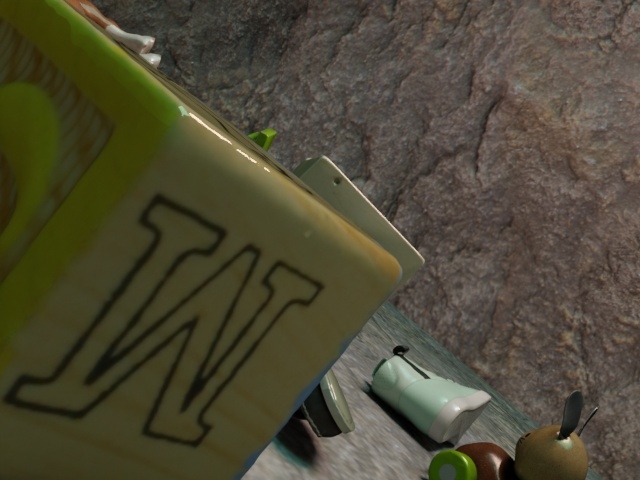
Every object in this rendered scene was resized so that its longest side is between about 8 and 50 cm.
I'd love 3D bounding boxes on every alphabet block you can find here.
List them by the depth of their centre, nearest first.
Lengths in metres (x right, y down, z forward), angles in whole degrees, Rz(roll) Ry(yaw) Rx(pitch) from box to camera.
[{"bbox_3d":[-0.112,0.010,0.470,0.192,0.193,0.197,39,4,38],"label":"alphabet block"}]

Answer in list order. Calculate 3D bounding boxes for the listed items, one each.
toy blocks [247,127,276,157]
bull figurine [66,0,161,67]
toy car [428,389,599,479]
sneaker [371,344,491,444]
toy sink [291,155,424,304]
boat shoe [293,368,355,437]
[{"bbox_3d":[-0.215,-0.101,1.000,0.261,0.190,0.381,29,15,2],"label":"toy blocks"},{"bbox_3d":[-0.260,-0.202,0.840,0.188,0.101,0.310,23,22,-22],"label":"bull figurine"},{"bbox_3d":[0.246,0.250,0.996,0.149,0.188,0.155,41,5,36],"label":"toy car"},{"bbox_3d":[0.159,0.221,1.268,0.151,0.094,0.256,37,2,23],"label":"sneaker"},{"bbox_3d":[0.000,0.000,0.961,0.153,0.131,0.234,46,-4,-7],"label":"toy sink"},{"bbox_3d":[-0.023,0.132,0.826,0.228,0.069,0.081,-126,-168,-73],"label":"boat shoe"}]
